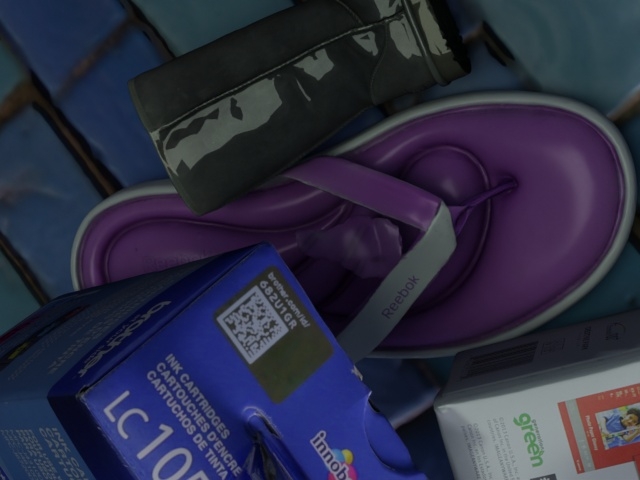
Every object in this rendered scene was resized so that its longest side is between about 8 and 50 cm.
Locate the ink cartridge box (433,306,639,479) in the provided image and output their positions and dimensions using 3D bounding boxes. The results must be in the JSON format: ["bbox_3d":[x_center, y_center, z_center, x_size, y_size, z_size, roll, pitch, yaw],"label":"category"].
[{"bbox_3d":[0.245,0.194,0.921,0.272,0.130,0.309,-15,96,14],"label":"ink cartridge box"}]

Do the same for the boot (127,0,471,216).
[{"bbox_3d":[-0.029,-0.138,0.983,0.209,0.076,0.189,-22,84,20],"label":"boot"}]

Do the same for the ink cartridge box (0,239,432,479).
[{"bbox_3d":[-0.068,0.157,0.922,0.270,0.151,0.395,56,150,-11],"label":"ink cartridge box"}]

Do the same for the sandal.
[{"bbox_3d":[0.005,0.015,1.010,0.416,0.102,0.169,-13,97,26],"label":"sandal"}]
